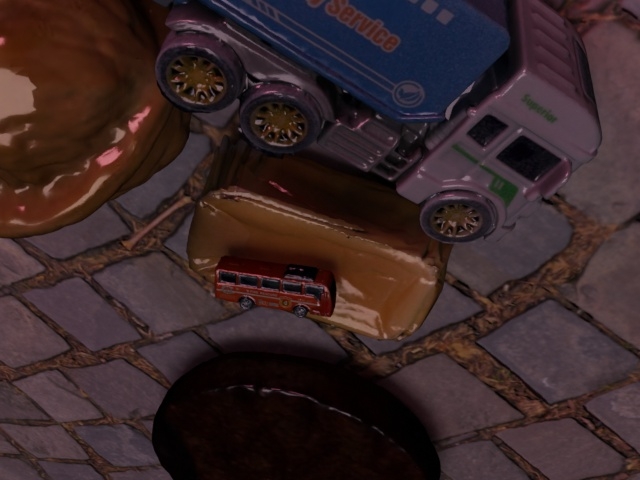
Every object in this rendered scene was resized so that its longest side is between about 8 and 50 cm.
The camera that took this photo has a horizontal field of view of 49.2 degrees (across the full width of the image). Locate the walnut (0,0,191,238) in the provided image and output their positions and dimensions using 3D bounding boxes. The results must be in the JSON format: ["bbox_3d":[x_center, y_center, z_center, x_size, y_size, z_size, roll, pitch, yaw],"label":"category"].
[{"bbox_3d":[-0.221,-0.121,0.541,0.257,0.256,0.224,-4,164,18],"label":"walnut"}]

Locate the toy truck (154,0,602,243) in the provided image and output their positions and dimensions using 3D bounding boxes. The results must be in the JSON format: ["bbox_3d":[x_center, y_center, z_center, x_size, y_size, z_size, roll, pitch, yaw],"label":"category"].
[{"bbox_3d":[0.028,-0.143,0.479,0.367,0.146,0.175,27,139,-22],"label":"toy truck"}]

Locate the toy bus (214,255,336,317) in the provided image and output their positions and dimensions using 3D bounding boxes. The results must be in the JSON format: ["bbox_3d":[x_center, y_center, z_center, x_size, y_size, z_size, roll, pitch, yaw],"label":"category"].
[{"bbox_3d":[-0.040,0.041,0.631,0.110,0.031,0.043,7,123,8],"label":"toy bus"}]

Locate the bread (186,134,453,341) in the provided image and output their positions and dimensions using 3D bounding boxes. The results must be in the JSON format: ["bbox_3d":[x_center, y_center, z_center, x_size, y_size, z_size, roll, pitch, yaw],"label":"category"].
[{"bbox_3d":[0.000,0.000,0.676,0.241,0.107,0.136,17,132,-2],"label":"bread"}]

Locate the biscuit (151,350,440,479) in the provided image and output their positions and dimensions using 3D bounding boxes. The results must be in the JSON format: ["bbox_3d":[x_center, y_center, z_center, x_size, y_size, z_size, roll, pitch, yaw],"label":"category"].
[{"bbox_3d":[-0.035,0.298,0.986,0.408,0.091,0.407,9,134,9],"label":"biscuit"}]
